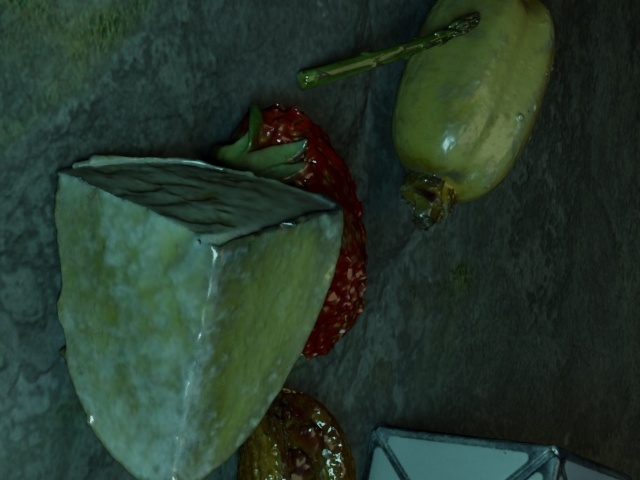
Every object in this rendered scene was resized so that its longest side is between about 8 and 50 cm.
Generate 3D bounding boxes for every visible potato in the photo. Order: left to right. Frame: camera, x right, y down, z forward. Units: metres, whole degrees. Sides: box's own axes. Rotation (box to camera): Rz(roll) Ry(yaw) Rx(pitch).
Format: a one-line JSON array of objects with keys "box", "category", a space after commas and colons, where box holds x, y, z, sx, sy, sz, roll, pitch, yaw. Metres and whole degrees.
[{"box": [-0.125, 0.066, 1.504, 0.189, 0.211, 0.264, -8, 112, -56], "category": "potato"}]

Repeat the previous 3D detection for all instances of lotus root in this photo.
[{"box": [0.170, -0.159, 1.919, 0.169, 0.151, 0.342, 31, 70, -26], "category": "lotus root"}]

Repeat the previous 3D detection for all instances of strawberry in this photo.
[{"box": [0.000, 0.000, 1.703, 0.306, 0.138, 0.233, 36, 63, -49], "category": "strawberry"}]

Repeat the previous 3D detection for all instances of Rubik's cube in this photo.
[{"box": [0.203, 0.368, 1.926, 0.259, 0.260, 0.254, 27, 72, -56], "category": "Rubik's cube"}]

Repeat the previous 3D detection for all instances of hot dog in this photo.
[{"box": [-0.036, 0.267, 1.713, 0.160, 0.099, 0.226, -7, 97, -55], "category": "hot dog"}]

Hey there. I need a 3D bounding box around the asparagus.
[{"box": [0.081, -0.210, 1.810, 0.249, 0.025, 0.024, -21, 76, -27], "category": "asparagus"}]
